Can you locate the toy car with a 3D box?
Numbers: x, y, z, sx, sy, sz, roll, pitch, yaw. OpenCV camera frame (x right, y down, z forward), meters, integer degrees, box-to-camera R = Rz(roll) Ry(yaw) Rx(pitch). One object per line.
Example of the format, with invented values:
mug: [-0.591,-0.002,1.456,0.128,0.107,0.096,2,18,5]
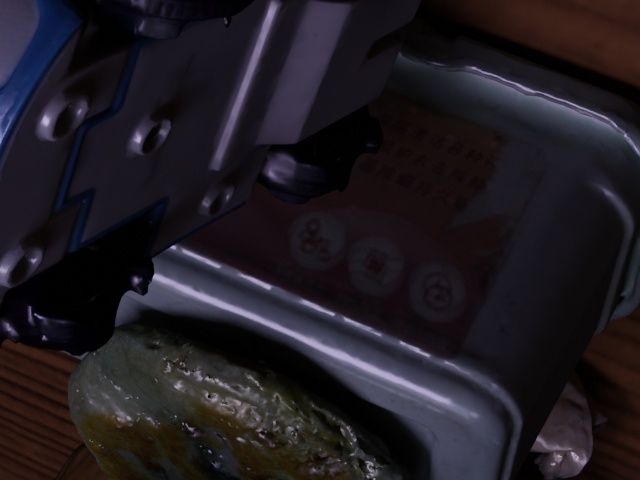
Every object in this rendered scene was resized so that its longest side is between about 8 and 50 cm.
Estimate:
toy car: [-0.069,-0.093,0.689,0.166,0.314,0.198,38,132,18]

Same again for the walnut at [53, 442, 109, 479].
walnut: [-0.022,0.208,1.088,0.332,0.333,0.333,21,147,14]

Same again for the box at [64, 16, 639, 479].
box: [0.000,0.000,0.881,0.311,0.182,0.175,22,148,13]

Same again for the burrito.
burrito: [0.068,0.062,1.025,0.226,0.060,0.087,33,152,-4]

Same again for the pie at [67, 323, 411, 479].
pie: [-0.040,0.105,0.848,0.186,0.041,0.187,23,149,15]
